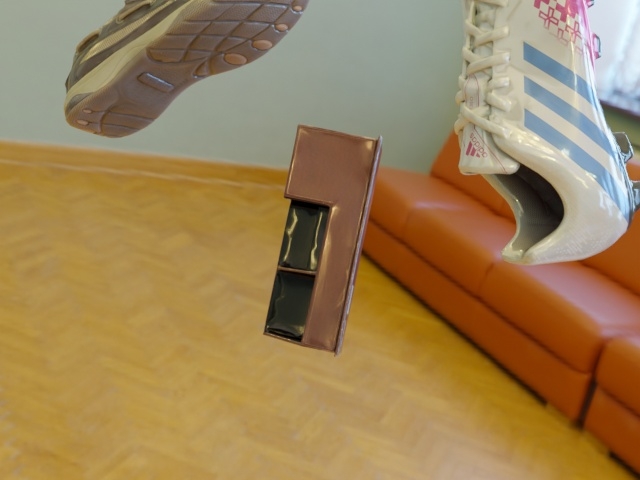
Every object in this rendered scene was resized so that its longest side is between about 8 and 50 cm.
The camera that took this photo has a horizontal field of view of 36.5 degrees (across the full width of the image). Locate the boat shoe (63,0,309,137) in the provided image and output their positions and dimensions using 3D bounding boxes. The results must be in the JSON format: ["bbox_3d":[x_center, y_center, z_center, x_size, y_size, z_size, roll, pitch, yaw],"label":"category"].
[{"bbox_3d":[-0.171,-0.254,1.126,0.132,0.355,0.130,23,45,-58],"label":"boat shoe"}]

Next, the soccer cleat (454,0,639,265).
[{"bbox_3d":[0.168,-0.135,0.834,0.143,0.331,0.116,-22,3,-18],"label":"soccer cleat"}]

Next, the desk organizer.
[{"bbox_3d":[0.000,0.000,0.581,0.050,0.130,0.047,11,-3,5],"label":"desk organizer"}]
